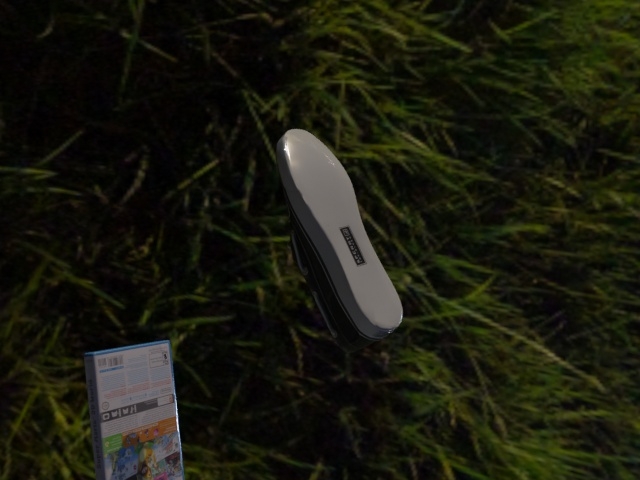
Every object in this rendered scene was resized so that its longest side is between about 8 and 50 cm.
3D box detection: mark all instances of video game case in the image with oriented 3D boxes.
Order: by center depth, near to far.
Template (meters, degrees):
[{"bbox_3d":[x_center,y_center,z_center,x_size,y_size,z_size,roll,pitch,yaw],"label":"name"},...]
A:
[{"bbox_3d":[-0.174,0.184,0.874,0.119,0.015,0.166,0,82,-64],"label":"video game case"}]

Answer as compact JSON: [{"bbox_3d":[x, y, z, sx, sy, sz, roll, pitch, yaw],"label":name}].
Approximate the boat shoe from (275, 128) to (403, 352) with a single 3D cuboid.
[{"bbox_3d":[0.000,0.000,0.871,0.078,0.070,0.219,-5,67,-46],"label":"boat shoe"}]
